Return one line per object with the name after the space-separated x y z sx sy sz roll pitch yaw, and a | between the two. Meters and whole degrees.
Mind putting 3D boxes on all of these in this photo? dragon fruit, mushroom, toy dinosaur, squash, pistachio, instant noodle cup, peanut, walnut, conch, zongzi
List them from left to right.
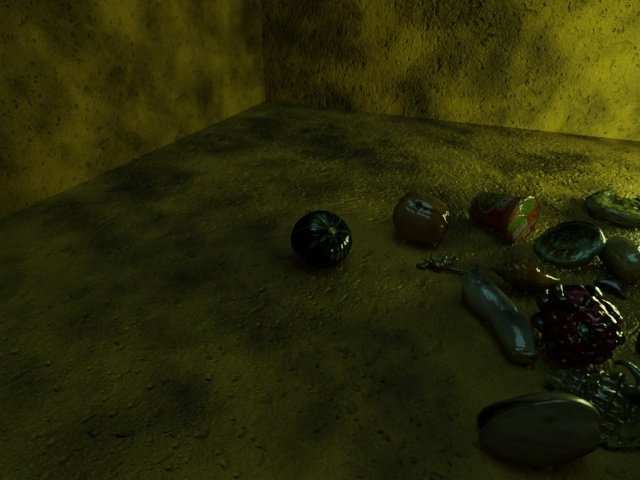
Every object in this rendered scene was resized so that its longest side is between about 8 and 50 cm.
0.003 -0.004 1.411 0.218 0.218 0.172 -23 4 -34 | squash
0.389 -0.088 1.564 0.221 0.195 0.195 28 40 34 | walnut
0.429 0.096 1.410 0.126 0.039 0.162 -28 46 -24 | toy dinosaur
0.510 0.204 1.174 0.109 0.097 0.351 -6 35 -10 | mushroom
0.726 -0.115 1.637 0.193 0.193 0.212 -17 28 -26 | instant noodle cup
0.694 0.132 1.311 0.330 0.109 0.093 19 70 -9 | conch
0.447 0.383 0.840 0.237 0.153 0.138 -19 16 18 | pistachio
0.673 0.202 1.085 0.218 0.198 0.273 -17 45 10 | dragon fruit
0.940 0.161 1.321 0.076 0.040 0.083 3 48 15 | zongzi
1.040 0.061 1.396 0.129 0.129 0.224 8 30 12 | peanut
0.776 0.374 0.892 0.188 0.075 0.248 21 30 -14 | toy dinosaur

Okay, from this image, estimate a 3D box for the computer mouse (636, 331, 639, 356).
0.890 0.278 1.045 0.056 0.126 0.245 29 37 4 | computer mouse

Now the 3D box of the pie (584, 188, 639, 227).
1.325 -0.143 1.794 0.302 0.067 0.302 2 32 -1 | pie

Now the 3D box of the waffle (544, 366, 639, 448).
0.654 0.373 0.936 0.223 0.054 0.204 1 31 -1 | waffle

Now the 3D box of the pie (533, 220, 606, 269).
0.905 0.012 1.488 0.240 0.054 0.240 -25 28 14 | pie
